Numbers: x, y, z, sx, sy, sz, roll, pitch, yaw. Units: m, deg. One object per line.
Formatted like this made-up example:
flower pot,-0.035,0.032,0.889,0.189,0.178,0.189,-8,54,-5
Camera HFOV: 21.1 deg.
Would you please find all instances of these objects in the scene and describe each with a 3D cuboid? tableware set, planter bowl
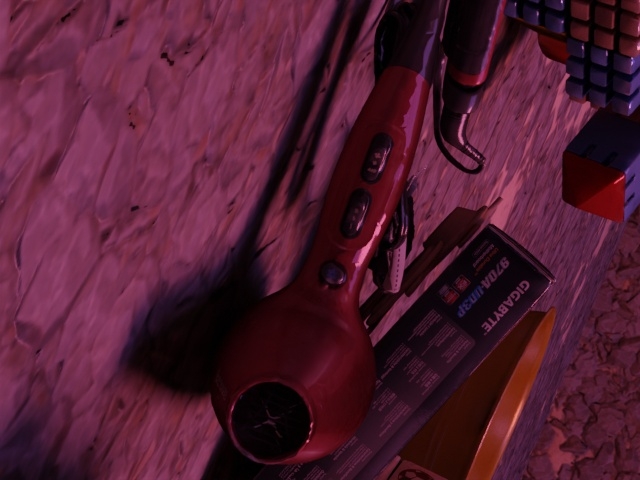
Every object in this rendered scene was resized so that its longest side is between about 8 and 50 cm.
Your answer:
tableware set,0.042,0.038,1.026,0.169,0.020,0.141,-48,180,35
planter bowl,0.111,0.137,1.427,0.217,0.090,0.217,-60,165,-28

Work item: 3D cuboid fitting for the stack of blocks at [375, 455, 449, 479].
stack of blocks,-0.005,0.317,1.286,0.171,0.087,0.297,-45,155,-58

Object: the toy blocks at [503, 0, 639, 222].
toy blocks,0.219,-0.195,1.149,0.261,0.191,0.381,-46,147,-34

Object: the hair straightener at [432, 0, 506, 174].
hair straightener,0.095,-0.149,0.912,0.089,0.047,0.230,-90,-173,-74

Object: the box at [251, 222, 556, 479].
box,0.045,0.086,0.996,0.220,0.051,0.175,-48,174,4

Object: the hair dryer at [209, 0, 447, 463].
hair dryer,0.000,0.000,0.822,0.293,0.080,0.223,-74,173,-45
